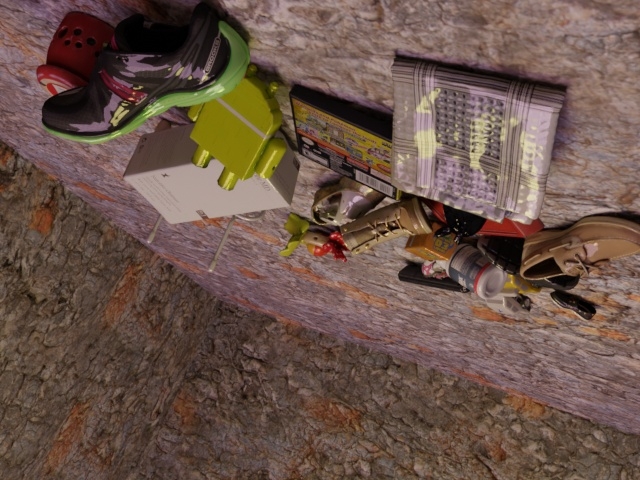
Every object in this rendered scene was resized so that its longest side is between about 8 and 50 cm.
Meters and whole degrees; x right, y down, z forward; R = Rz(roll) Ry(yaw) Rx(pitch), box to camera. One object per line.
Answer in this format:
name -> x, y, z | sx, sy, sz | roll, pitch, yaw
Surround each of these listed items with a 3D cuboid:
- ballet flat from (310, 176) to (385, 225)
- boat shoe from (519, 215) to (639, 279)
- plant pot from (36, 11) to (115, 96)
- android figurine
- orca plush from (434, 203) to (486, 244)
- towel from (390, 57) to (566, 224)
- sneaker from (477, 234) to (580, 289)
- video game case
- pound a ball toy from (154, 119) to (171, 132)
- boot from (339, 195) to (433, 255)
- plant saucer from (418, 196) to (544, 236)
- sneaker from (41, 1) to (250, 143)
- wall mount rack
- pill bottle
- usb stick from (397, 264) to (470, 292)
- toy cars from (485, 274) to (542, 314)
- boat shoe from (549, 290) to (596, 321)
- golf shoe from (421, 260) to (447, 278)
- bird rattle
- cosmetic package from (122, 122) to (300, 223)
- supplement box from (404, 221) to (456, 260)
ballet flat -> 0.072, -0.100, 1.770 | 0.123, 0.123, 0.348 | 30, 162, -20
boat shoe -> 0.576, 0.031, 1.498 | 0.121, 0.110, 0.341 | 28, 162, -15
plant pot -> -0.547, -0.403, 1.588 | 0.191, 0.174, 0.191 | 20, 163, 6
android figurine -> -0.182, -0.249, 1.483 | 0.248, 0.273, 0.056 | 39, -150, 12
orca plush -> 0.297, -0.040, 1.507 | 0.151, 0.102, 0.287 | 24, 163, -1
towel -> 0.269, -0.168, 1.254 | 0.312, 0.056, 0.324 | 18, 144, 21
sneaker -> 0.509, 0.063, 1.706 | 0.267, 0.101, 0.106 | 25, 165, -3
video game case -> 0.064, -0.212, 1.510 | 0.274, 0.035, 0.248 | 27, 161, 14
pound a ball toy -> -0.315, -0.208, 1.923 | 0.319, 0.136, 0.208 | 16, 161, 23
boot -> 0.152, -0.031, 1.629 | 0.262, 0.203, 0.095 | -108, -5, -81
plant saucer -> 0.348, -0.081, 1.576 | 0.259, 0.048, 0.258 | 7, 156, 45
sneaker -> -0.381, -0.351, 1.391 | 0.482, 0.185, 0.202 | -18, 130, 18
wall mount rack -> -0.359, -0.085, 2.076 | 0.350, 0.304, 0.130 | 24, 134, -1
pill bottle -> 0.397, 0.070, 1.807 | 0.180, 0.108, 0.108 | 36, 176, 45
usb stick -> 0.357, 0.118, 2.099 | 0.278, 0.077, 0.045 | 9, 117, 50
toy cars -> 0.534, 0.149, 1.947 | 0.176, 0.087, 0.394 | 19, 162, 16
boat shoe -> 0.701, 0.174, 1.885 | 0.133, 0.049, 0.042 | 30, 135, 2
golf shoe -> 0.342, 0.065, 2.020 | 0.186, 0.067, 0.086 | 166, 81, -80
bird rattle -> 0.000, 0.000, 2.234 | 0.253, 0.143, 0.207 | 8, 172, 9
cosmetic package -> -0.269, -0.180, 1.714 | 0.384, 0.156, 0.217 | -7, 143, 29
supplement box -> 0.289, 0.005, 1.777 | 0.078, 0.080, 0.233 | 26, 175, -4
